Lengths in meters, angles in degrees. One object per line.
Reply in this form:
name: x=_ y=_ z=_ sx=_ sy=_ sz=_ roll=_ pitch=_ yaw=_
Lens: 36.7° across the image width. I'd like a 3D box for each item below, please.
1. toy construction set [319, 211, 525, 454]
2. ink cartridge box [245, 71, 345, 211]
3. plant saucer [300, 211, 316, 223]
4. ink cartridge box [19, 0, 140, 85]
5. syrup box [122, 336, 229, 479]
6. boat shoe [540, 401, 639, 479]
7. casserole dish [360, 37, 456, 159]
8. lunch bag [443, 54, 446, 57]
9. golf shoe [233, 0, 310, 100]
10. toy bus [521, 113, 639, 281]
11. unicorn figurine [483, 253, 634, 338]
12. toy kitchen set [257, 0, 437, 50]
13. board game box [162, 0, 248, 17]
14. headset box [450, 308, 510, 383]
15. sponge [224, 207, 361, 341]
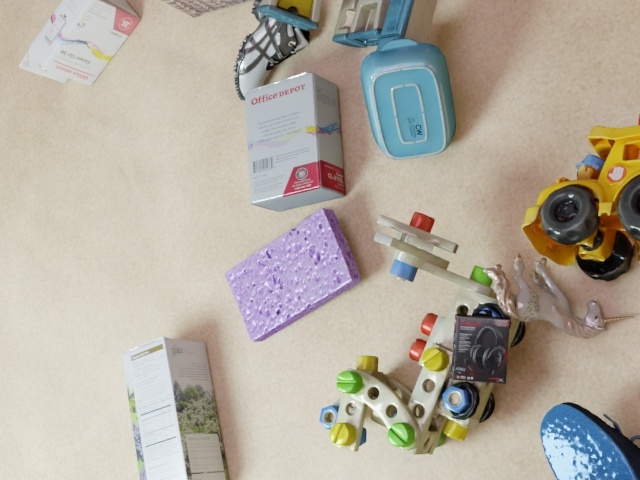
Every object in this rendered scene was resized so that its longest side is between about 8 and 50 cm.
toy construction set: x=0.125 y=0.131 z=1.220 sx=0.215 sy=0.151 sz=0.328 roll=22 pitch=105 yaw=33
ink cartridge box: x=-0.038 y=-0.143 z=1.418 sx=0.127 sy=0.072 sz=0.175 roll=-12 pitch=75 yaw=33
plant saucer: x=0.000 y=0.000 z=1.401 sx=0.083 sy=0.015 sz=0.083 roll=-7 pitch=78 yaw=34
ink cartridge box: x=-0.424 y=-0.347 z=1.694 sx=0.198 sy=0.115 sz=0.067 roll=-48 pitch=59 yaw=19
syrup box: x=-0.218 y=0.271 z=1.452 sx=0.096 sy=0.093 sz=0.237 roll=-24 pitch=69 yaw=29
boat shoe: x=0.349 y=0.288 z=1.071 sx=0.258 sy=0.089 sz=0.109 roll=53 pitch=124 yaw=24
casserole dish: x=0.116 y=-0.174 z=1.261 sx=0.114 sy=0.188 sz=0.037 roll=-7 pitch=42 yaw=10
lunch bag: x=0.127 y=-0.237 z=1.336 sx=0.083 sy=0.053 sz=0.071 roll=34 pitch=102 yaw=60
golf shoe: x=-0.069 y=-0.294 z=1.464 sx=0.094 sy=0.077 sz=0.198 roll=24 pitch=115 yaw=10
toy bus: x=0.361 y=-0.072 z=1.102 sx=0.220 sy=0.149 sz=0.211 roll=-3 pitch=67 yaw=37
unicorn figurine: x=0.272 y=0.071 z=1.157 sx=0.060 sy=0.162 sz=0.111 roll=112 pitch=146 yaw=-51
toy kitchen set: x=0.026 y=-0.297 z=1.316 sx=0.207 sy=0.166 sz=0.122 roll=13 pitch=88 yaw=63
board game box: x=-0.153 y=-0.534 z=1.528 sx=0.232 sy=0.141 sz=0.291 roll=-6 pitch=78 yaw=34
headset box: x=0.186 y=0.121 z=1.121 sx=0.062 sy=0.032 sz=0.083 roll=5 pitch=92 yaw=2
sponge: x=-0.043 y=0.053 z=1.395 sx=0.210 sy=0.031 sz=0.117 roll=-33 pitch=69 yaw=31
